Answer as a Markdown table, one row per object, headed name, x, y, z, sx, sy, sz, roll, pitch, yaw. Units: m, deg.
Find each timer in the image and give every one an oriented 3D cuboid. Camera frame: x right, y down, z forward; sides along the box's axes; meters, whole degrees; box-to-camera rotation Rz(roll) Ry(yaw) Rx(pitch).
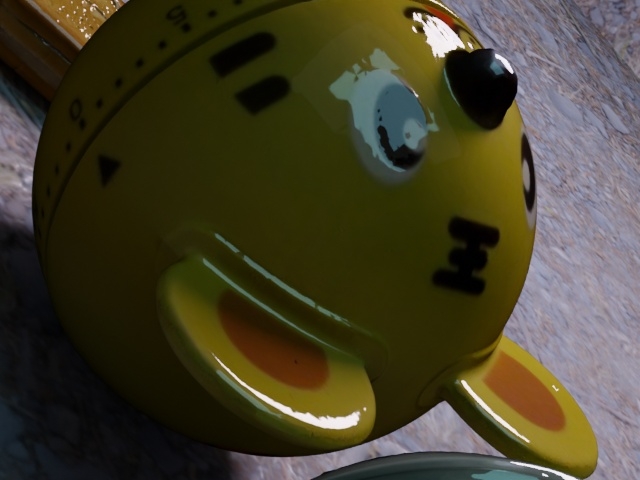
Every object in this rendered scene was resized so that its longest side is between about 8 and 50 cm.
| name | x | y | z | sx | sy | sz | roll | pitch | yaw |
| --- | --- | --- | --- | --- | --- | --- | --- | --- | --- |
| timer | 0.000 | 0.000 | 1.038 | 0.376 | 0.376 | 0.387 | 19 | 26 | -46 |

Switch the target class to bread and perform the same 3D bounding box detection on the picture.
| name | x | y | z | sx | sy | sz | roll | pitch | yaw |
| --- | --- | --- | --- | --- | --- | --- | --- | --- | --- |
| bread | -0.201 | -0.162 | 1.292 | 0.200 | 0.077 | 0.116 | 42 | 24 | -15 |

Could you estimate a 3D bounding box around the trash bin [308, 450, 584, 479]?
| name | x | y | z | sx | sy | sz | roll | pitch | yaw |
| --- | --- | --- | --- | --- | --- | --- | --- | --- | --- |
| trash bin | 0.069 | 0.315 | 0.794 | 0.280 | 0.280 | 0.432 | 32 | 32 | -30 |
